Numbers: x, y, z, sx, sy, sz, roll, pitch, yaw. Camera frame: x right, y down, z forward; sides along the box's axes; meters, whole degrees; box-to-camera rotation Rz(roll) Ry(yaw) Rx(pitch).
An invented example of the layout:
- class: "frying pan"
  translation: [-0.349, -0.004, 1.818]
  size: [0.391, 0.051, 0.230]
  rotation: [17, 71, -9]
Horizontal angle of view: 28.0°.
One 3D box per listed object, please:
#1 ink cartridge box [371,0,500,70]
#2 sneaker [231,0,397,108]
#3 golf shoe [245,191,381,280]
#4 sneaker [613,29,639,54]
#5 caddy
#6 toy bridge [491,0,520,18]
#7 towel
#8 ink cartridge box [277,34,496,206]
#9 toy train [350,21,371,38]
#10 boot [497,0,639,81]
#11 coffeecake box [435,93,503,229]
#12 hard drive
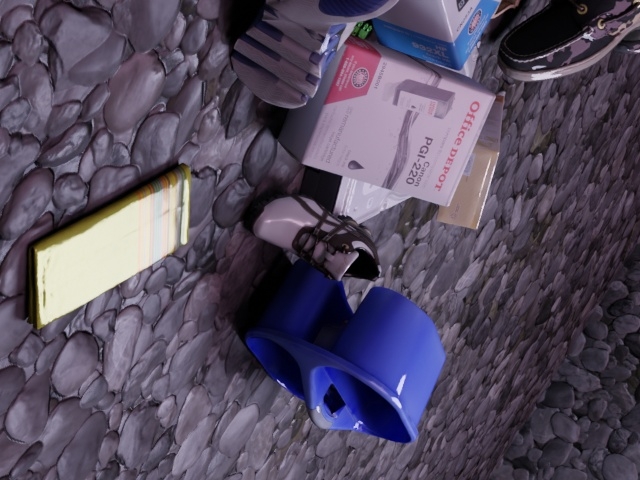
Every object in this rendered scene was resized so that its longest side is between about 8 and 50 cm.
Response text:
- class: "ink cartridge box"
  translation: [0.144, -0.387, 1.536]
  size: [0.223, 0.129, 0.307]
  rotation: [-59, 156, -15]
- class: "sneaker"
  translation: [0.018, -0.290, 1.345]
  size: [0.315, 0.127, 0.182]
  rotation: [-44, -164, 56]
- class: "golf shoe"
  translation: [0.000, 0.000, 1.624]
  size: [0.198, 0.094, 0.077]
  rotation: [14, 119, -34]
- class: "sneaker"
  translation: [0.648, -0.473, 2.559]
  size: [0.271, 0.100, 0.108]
  rotation: [-54, 141, -28]
- class: "caddy"
  translation: [0.031, 0.173, 1.770]
  size: [0.179, 0.241, 0.341]
  rotation: [-62, 157, -18]
- class: "toy bridge"
  translation: [0.261, -0.368, 1.934]
  size: [0.188, 0.026, 0.063]
  rotation: [-1, 118, -64]
- class: "towel"
  translation: [-0.219, 0.002, 1.345]
  size: [0.237, 0.021, 0.102]
  rotation: [-34, 138, -47]
- class: "ink cartridge box"
  translation: [0.082, -0.149, 1.569]
  size: [0.218, 0.092, 0.158]
  rotation: [14, 107, -28]
- class: "toy train"
  translation: [0.040, -0.268, 1.595]
  size: [0.023, 0.017, 0.083]
  rotation: [-56, 158, 11]
- class: "boot"
  translation: [0.426, -0.429, 1.965]
  size: [0.377, 0.138, 0.284]
  rotation: [-26, 138, -7]
- class: "coffeecake box"
  translation: [0.232, -0.129, 1.984]
  size: [0.185, 0.068, 0.142]
  rotation: [-74, 176, -56]
- class: "hard drive"
  translation: [0.100, -0.155, 1.783]
  size: [0.339, 0.064, 0.237]
  rotation: [-26, 137, -53]
